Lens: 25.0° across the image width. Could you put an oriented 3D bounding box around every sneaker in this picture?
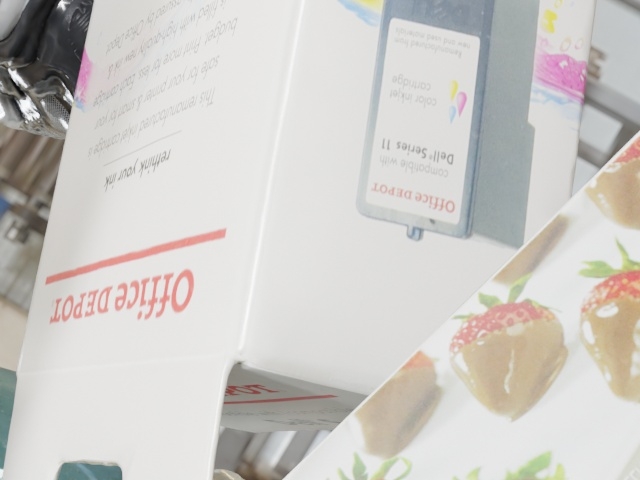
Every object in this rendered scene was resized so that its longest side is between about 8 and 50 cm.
[{"bbox_3d":[-0.102,-0.069,0.777,0.101,0.153,0.268,-47,-3,-8],"label":"sneaker"}]

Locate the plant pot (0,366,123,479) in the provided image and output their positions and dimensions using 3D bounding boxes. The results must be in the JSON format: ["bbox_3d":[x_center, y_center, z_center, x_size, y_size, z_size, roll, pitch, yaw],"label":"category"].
[{"bbox_3d":[-0.261,0.173,0.729,0.195,0.290,0.290,35,-96,-41],"label":"plant pot"}]

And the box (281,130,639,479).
[{"bbox_3d":[-0.009,0.104,0.303,0.324,0.063,0.067,-42,-27,-21],"label":"box"}]

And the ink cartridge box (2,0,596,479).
[{"bbox_3d":[-0.009,-0.039,0.536,0.207,0.119,0.353,-12,65,60],"label":"ink cartridge box"}]

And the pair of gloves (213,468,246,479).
[{"bbox_3d":[-0.063,0.173,0.536,0.240,0.204,0.042,-30,-68,-37],"label":"pair of gloves"}]
